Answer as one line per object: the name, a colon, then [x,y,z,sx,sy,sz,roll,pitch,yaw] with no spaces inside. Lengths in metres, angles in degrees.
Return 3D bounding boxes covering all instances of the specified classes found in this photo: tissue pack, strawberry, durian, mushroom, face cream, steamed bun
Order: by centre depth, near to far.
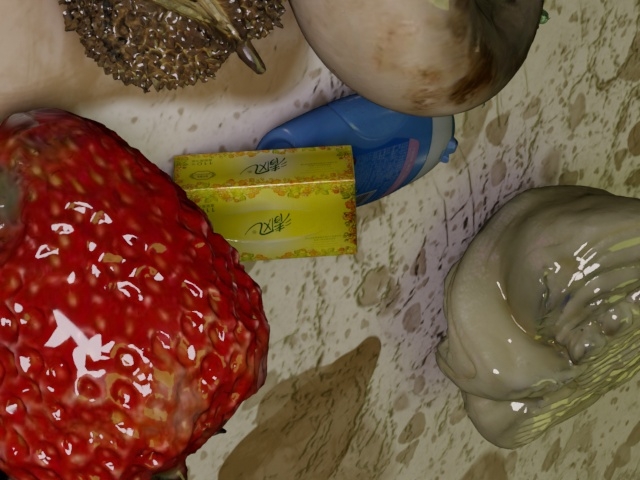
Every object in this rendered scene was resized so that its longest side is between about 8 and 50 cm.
durian: [-0.117,-0.205,1.480,0.196,0.167,0.196,-2,114,-5]
strawberry: [-0.185,0.068,1.518,0.292,0.292,0.310,-35,147,-31]
mushroom: [0.121,-0.292,1.571,0.362,0.294,0.362,1,90,-66]
tissue pack: [-0.053,-0.033,1.705,0.176,0.062,0.095,-3,129,-1]
face cream: [0.047,-0.096,1.847,0.264,0.083,0.149,-18,144,-44]
steamed bun: [0.281,0.069,2.143,0.339,0.247,0.352,-37,161,-2]

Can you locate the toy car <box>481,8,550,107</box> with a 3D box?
toy car: [0.195,-0.214,1.936,0.093,0.058,0.186,-55,175,34]
